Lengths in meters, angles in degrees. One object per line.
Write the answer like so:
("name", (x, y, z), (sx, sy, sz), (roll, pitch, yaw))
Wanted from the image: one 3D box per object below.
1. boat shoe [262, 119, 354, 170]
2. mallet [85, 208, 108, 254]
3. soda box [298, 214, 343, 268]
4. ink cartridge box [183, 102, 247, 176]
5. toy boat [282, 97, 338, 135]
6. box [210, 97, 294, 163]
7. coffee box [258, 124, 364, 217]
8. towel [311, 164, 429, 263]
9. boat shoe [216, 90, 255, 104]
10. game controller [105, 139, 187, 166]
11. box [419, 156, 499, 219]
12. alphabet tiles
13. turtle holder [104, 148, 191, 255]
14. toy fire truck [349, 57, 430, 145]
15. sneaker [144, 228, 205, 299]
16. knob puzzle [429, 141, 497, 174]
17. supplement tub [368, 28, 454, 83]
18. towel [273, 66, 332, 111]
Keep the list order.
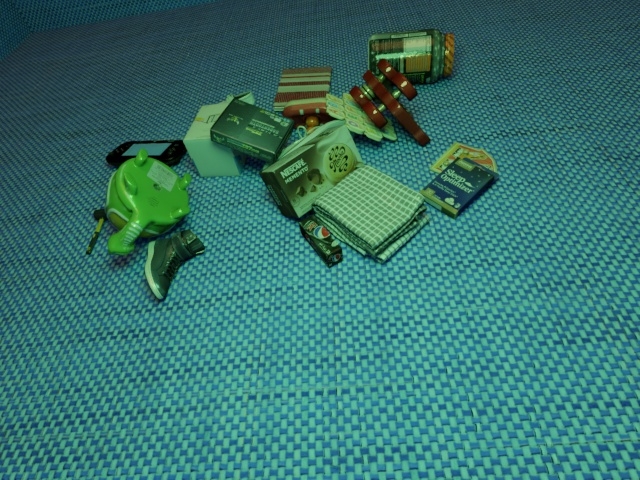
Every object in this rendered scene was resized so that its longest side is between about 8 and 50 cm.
("boat shoe", (-0.053, -0.328, 1.441), (0.367, 0.135, 0.156), (-39, 43, -14))
("mallet", (-0.754, -0.034, 1.371), (0.062, 0.039, 0.189), (-10, 53, -1))
("soda box", (0.000, 0.000, 1.174), (0.053, 0.060, 0.169), (-28, 50, -15))
("ink cartridge box", (-0.374, -0.379, 1.504), (0.168, 0.171, 0.232), (-1, 49, 10))
("toy boat", (-0.029, -0.453, 1.546), (0.231, 0.151, 0.151), (-3, 79, 9))
("box", (-0.227, -0.372, 1.356), (0.233, 0.059, 0.183), (21, 57, 2))
("coffee box", (-0.022, -0.222, 1.281), (0.297, 0.168, 0.119), (-37, 23, -21))
("towel", (0.146, -0.090, 1.185), (0.235, 0.121, 0.284), (-38, 53, -20))
("boat shoe", (-0.388, -0.623, 1.791), (0.184, 0.063, 0.066), (-11, 48, 1))
("game controller", (-0.696, -0.356, 1.617), (0.319, 0.067, 0.166), (2, 50, 12))
("box", (0.432, -0.177, 1.241), (0.225, 0.036, 0.136), (-41, 57, -16))
("alphabet tiles", (0.150, -0.458, 1.469), (0.278, 0.021, 0.284), (17, 40, -15))
("turtle holder", (-0.555, -0.100, 1.274), (0.227, 0.243, 0.320), (-33, 65, 29))
("toy fire truck", (0.261, -0.485, 1.445), (0.169, 0.254, 0.302), (-41, 45, 18))
("sneaker", (-0.425, 0.059, 1.187), (0.164, 0.086, 0.226), (-19, 47, -2))
("knob puzzle", (0.490, -0.256, 1.324), (0.213, 0.030, 0.213), (-5, 48, 6))
("supplement tub", (0.372, -0.761, 1.670), (0.338, 0.207, 0.207), (1, 50, 11))
("towel", (-0.075, -0.683, 1.805), (0.237, 0.037, 0.328), (0, 51, 8))
